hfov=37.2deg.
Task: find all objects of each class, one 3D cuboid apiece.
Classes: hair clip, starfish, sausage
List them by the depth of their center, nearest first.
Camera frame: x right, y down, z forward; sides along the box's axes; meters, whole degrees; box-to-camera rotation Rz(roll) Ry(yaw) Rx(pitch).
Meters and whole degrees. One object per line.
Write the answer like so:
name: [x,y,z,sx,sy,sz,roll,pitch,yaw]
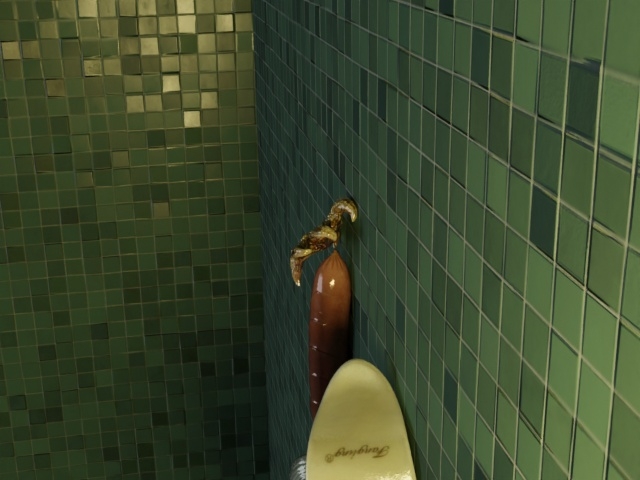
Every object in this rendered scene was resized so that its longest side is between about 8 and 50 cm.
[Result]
hair clip: [0.065,0.327,1.459,0.113,0.172,0.282,73,-166,-46]
starfish: [-0.001,-0.002,1.784,0.071,0.216,0.238,50,-161,8]
sausage: [0.017,0.218,1.871,0.088,0.087,0.433,-113,21,-63]

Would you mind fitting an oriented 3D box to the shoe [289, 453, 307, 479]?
shoe: [-0.017,0.637,2.108,0.342,0.132,0.211,100,166,-45]
